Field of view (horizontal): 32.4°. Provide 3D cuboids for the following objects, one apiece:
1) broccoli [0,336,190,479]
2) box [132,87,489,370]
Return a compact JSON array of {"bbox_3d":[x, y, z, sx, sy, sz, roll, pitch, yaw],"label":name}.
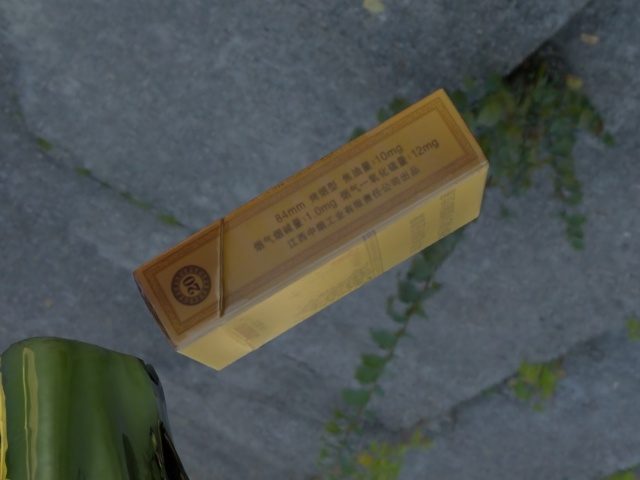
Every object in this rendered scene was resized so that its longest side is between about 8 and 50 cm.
[{"bbox_3d":[-0.061,0.152,0.353,0.247,0.243,0.263,-12,152,-1],"label":"broccoli"},{"bbox_3d":[0.000,0.000,0.894,0.076,0.274,0.174,59,179,14],"label":"box"}]
